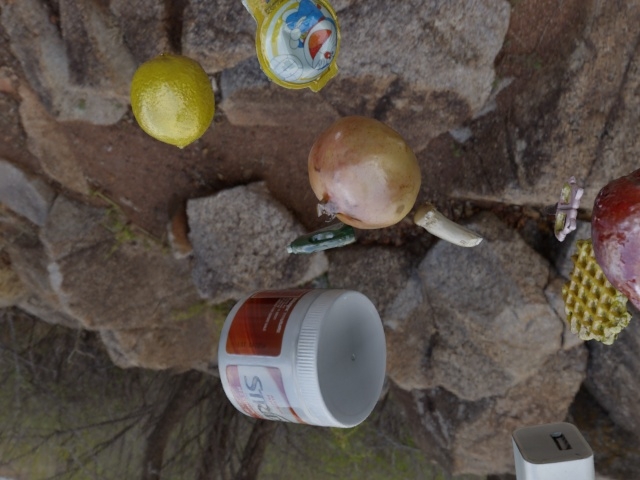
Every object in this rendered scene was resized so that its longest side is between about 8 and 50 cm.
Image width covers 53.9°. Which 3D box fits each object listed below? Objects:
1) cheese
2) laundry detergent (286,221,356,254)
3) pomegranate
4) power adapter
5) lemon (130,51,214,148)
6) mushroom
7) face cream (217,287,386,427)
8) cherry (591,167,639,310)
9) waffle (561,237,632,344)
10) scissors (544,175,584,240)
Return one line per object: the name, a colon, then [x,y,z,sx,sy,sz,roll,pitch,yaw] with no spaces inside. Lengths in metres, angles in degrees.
cheese: [-0.057,-0.381,1.109,0.270,0.177,0.069,50,172,-36]
laundry detergent: [0.000,0.000,1.899,0.210,0.137,0.063,-16,106,0]
pomegranate: [0.111,-0.178,1.797,0.337,0.338,0.338,14,141,11]
power adapter: [0.437,0.464,1.171,0.125,0.130,0.205,-9,104,3]
lemon: [-0.314,-0.297,1.345,0.178,0.178,0.203,3,111,24]
mushroom: [0.347,-0.036,1.714,0.209,0.084,0.071,26,107,-18]
face cream: [-0.027,0.174,0.957,0.187,0.201,0.201,-4,135,35]
cherry: [0.562,-0.003,1.090,0.175,0.250,0.192,2,-179,35]
waffle: [0.690,0.128,1.601,0.051,0.291,0.291,-4,143,-11]
scissors: [0.609,-0.081,1.597,0.024,0.160,0.317,10,-176,7]
